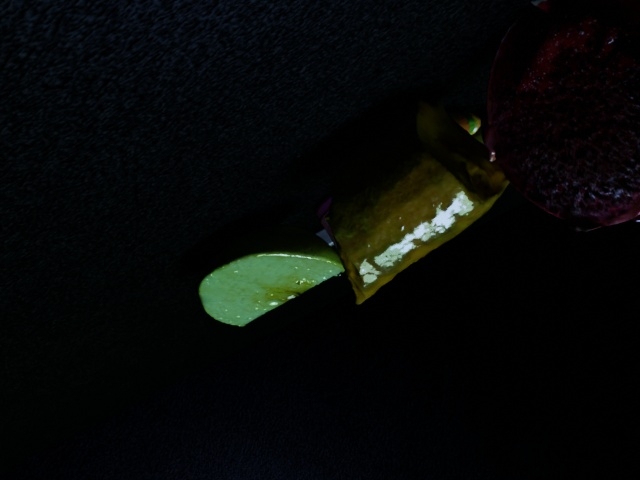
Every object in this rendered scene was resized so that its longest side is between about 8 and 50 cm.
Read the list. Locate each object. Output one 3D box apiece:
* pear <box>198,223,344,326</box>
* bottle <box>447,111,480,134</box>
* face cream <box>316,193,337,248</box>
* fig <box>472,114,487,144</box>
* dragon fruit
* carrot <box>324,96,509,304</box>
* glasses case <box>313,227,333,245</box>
[{"bbox_3d":[-0.136,0.044,1.722,0.288,0.139,0.239,-30,156,28],"label":"pear"},{"bbox_3d":[0.249,-0.212,1.699,0.069,0.069,0.187,-37,171,39],"label":"bottle"},{"bbox_3d":[0.110,-0.025,1.861,0.175,0.194,0.175,-30,169,-6],"label":"face cream"},{"bbox_3d":[0.299,-0.190,1.817,0.236,0.124,0.124,-13,161,-42],"label":"fig"},{"bbox_3d":[0.452,-0.210,1.375,0.249,0.370,0.386,-11,179,-36],"label":"dragon fruit"},{"bbox_3d":[0.133,-0.079,1.521,0.341,0.241,0.241,-36,169,21],"label":"carrot"},{"bbox_3d":[0.000,0.000,2.116,0.205,0.047,0.071,-29,175,-5],"label":"glasses case"}]
